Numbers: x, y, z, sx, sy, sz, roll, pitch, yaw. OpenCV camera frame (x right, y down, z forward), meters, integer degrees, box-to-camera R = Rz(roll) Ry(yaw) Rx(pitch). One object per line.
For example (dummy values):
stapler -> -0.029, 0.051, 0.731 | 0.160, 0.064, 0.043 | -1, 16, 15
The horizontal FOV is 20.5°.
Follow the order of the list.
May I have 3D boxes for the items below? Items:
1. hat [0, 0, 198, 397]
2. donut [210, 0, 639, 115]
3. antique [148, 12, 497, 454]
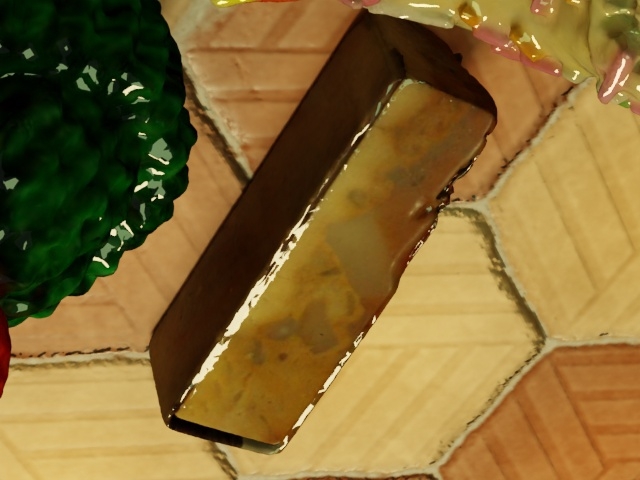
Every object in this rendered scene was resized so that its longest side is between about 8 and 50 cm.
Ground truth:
hat -> -0.194, -0.009, 0.945 | 0.242, 0.332, 0.274 | 24, 122, -26
donut -> 0.067, -0.170, 0.891 | 0.371, 0.307, 0.150 | 13, 104, -21
antique -> 0.000, 0.000, 1.153 | 0.093, 0.087, 0.310 | 18, 121, -27
